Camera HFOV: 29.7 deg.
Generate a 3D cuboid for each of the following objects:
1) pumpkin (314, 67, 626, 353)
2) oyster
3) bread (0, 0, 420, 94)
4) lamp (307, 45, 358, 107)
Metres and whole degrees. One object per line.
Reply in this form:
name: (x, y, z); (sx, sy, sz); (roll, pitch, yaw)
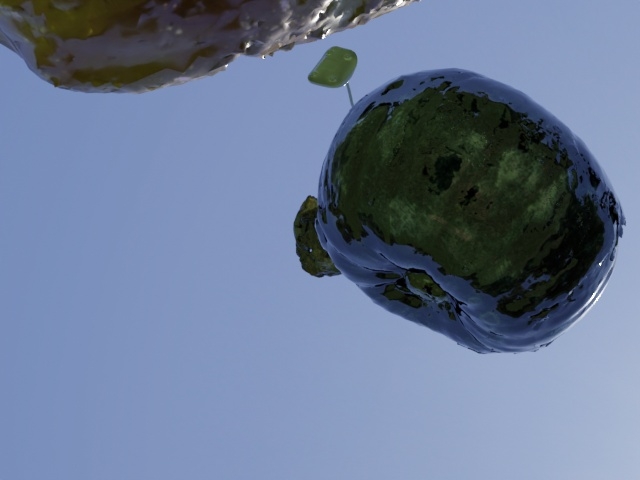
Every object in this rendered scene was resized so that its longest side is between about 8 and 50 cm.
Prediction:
pumpkin: (0.107, -0.019, 0.881); (0.233, 0.233, 0.163); (24, -109, 25)
oyster: (0.000, -0.003, 1.141); (0.054, 0.019, 0.083); (-12, -80, 5)
bread: (-0.059, -0.237, 0.333); (0.185, 0.380, 0.109); (-23, -156, -18)
lamp: (0.032, -0.144, 1.377); (0.050, 0.198, 0.056); (18, -112, 23)
